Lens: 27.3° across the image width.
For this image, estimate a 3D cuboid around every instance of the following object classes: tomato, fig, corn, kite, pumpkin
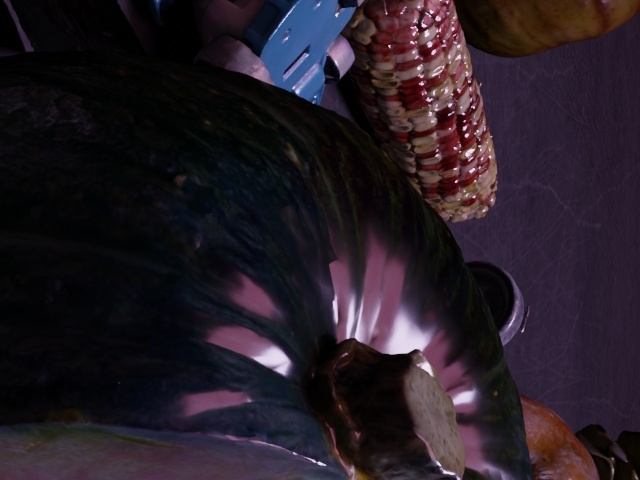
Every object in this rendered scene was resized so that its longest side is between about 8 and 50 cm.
[{"bbox_3d":[0.169,0.236,1.172,0.181,0.155,0.214,40,52,-65],"label":"tomato"},{"bbox_3d":[0.150,-0.311,1.139,0.321,0.217,0.217,49,41,-26],"label":"fig"},{"bbox_3d":[0.081,-0.113,1.050,0.290,0.098,0.098,63,35,-52],"label":"corn"},{"bbox_3d":[-0.139,-0.160,0.542,0.015,0.141,0.245,-36,120,-25],"label":"kite"},{"bbox_3d":[-0.068,0.031,0.504,0.293,0.263,0.196,29,50,-49],"label":"pumpkin"}]

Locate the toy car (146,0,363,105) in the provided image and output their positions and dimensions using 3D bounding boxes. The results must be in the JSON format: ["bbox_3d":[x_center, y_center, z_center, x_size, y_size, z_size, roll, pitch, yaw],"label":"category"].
[{"bbox_3d":[-0.041,-0.123,0.800,0.126,0.098,0.161,-49,169,-20],"label":"toy car"}]

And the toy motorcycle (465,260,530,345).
[{"bbox_3d":[0.049,0.115,0.946,0.205,0.127,0.275,49,52,-54],"label":"toy motorcycle"}]

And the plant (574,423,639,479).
[{"bbox_3d":[0.300,0.325,1.383,0.306,0.297,0.261,158,-71,-74],"label":"plant"}]
